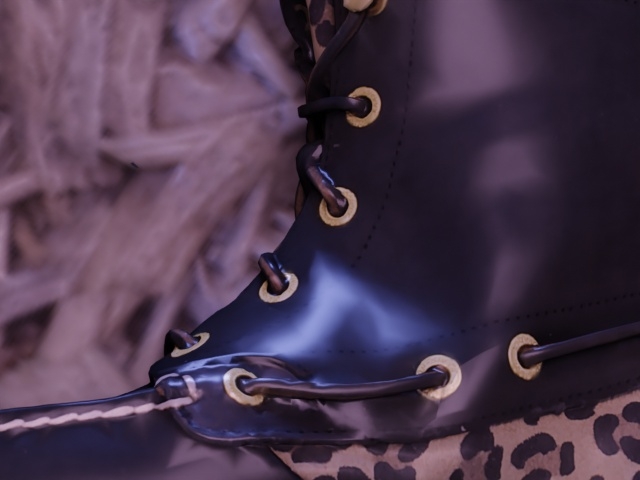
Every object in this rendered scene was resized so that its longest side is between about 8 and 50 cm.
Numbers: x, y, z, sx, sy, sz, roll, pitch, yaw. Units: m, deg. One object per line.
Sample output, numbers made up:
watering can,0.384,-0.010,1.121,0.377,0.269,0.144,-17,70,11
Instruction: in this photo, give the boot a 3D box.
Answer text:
boot,0.000,0.000,0.691,0.377,0.138,0.284,0,73,-6
